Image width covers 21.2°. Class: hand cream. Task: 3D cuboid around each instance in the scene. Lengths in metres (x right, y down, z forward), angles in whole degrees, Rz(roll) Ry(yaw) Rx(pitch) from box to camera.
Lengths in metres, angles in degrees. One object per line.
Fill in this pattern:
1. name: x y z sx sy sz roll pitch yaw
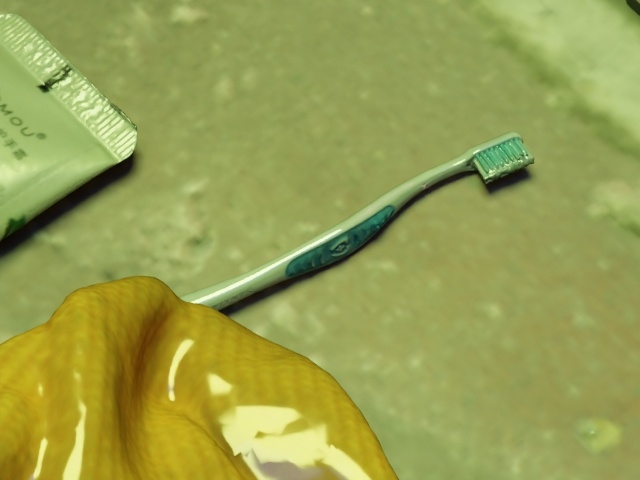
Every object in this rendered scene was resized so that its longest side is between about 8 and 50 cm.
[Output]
1. hand cream: -0.172 0.007 0.565 0.234 0.050 0.080 -38 68 -22

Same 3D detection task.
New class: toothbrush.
1. toothbrush: 0.000 0.000 0.581 0.162 0.014 0.017 -25 46 -10

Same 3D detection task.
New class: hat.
1. hat: -0.058 0.102 0.474 0.233 0.244 0.233 37 35 -12
